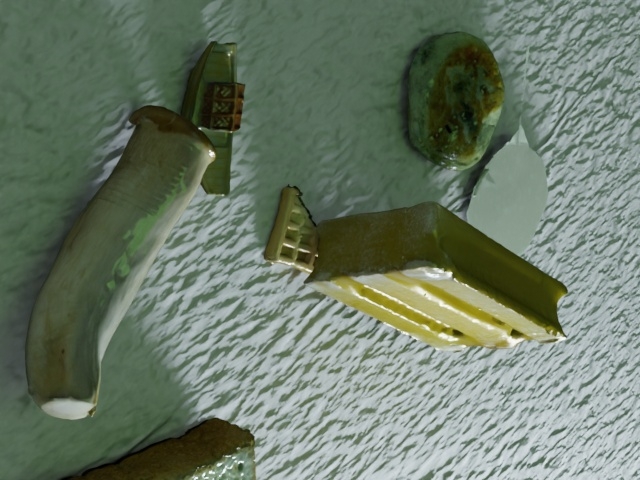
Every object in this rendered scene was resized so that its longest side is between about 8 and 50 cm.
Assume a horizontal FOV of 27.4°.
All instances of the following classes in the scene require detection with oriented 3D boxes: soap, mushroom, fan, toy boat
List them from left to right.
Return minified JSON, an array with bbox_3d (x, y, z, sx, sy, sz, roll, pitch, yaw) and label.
[{"bbox_3d":[-0.215,0.016,1.363,0.095,0.123,0.351,46,59,-52],"label":"mushroom"},{"bbox_3d":[-0.117,-0.137,1.469,0.065,0.066,0.172,1,97,-46],"label":"toy boat"},{"bbox_3d":[0.151,0.054,1.637,0.315,0.199,0.091,28,60,-44],"label":"soap"},{"bbox_3d":[0.271,-0.119,1.840,0.182,0.010,0.310,-8,109,-44],"label":"fan"}]

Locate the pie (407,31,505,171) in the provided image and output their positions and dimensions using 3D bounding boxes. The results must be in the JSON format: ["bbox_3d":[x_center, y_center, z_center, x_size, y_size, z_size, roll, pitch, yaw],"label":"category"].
[{"bbox_3d":[0.181,-0.185,1.750,0.187,0.041,0.186,-8,102,-42],"label":"pie"}]

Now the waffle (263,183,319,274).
[{"bbox_3d":[0.000,0.000,1.623,0.153,0.023,0.097,23,81,-40],"label":"waffle"}]

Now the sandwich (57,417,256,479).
[{"bbox_3d":[-0.193,0.353,1.451,0.273,0.095,0.248,-15,110,-41],"label":"sandwich"}]
